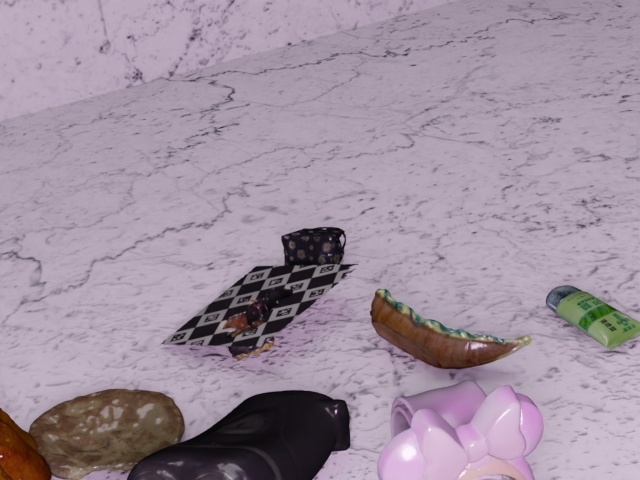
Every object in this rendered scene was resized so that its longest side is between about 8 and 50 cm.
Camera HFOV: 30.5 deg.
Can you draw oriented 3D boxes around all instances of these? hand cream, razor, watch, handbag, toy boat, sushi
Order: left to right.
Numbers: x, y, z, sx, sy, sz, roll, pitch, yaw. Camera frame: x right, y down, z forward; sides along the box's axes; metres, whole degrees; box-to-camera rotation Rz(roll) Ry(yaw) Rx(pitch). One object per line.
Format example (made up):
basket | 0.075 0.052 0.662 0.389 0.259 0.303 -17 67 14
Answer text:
razor | -0.101 0.298 1.582 0.205 0.113 0.349 -6 7 26
sushi | -0.097 0.130 2.052 0.264 0.050 0.290 -3 26 41
handbag | 0.000 0.000 2.259 0.115 0.072 0.139 1 24 24
toy boat | 0.191 0.152 1.878 0.293 0.108 0.099 18 64 40
watch | 0.156 0.271 1.491 0.211 0.248 0.217 -14 25 -12
hand cream | 0.447 0.123 1.927 0.095 0.046 0.175 -19 31 -27

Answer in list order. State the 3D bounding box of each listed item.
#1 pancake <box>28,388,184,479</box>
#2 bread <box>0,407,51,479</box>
pancake | -0.326 0.296 1.788 0.236 0.042 0.222 -17 29 -23
bread | -0.504 0.343 1.637 0.232 0.135 0.246 -27 32 -7
